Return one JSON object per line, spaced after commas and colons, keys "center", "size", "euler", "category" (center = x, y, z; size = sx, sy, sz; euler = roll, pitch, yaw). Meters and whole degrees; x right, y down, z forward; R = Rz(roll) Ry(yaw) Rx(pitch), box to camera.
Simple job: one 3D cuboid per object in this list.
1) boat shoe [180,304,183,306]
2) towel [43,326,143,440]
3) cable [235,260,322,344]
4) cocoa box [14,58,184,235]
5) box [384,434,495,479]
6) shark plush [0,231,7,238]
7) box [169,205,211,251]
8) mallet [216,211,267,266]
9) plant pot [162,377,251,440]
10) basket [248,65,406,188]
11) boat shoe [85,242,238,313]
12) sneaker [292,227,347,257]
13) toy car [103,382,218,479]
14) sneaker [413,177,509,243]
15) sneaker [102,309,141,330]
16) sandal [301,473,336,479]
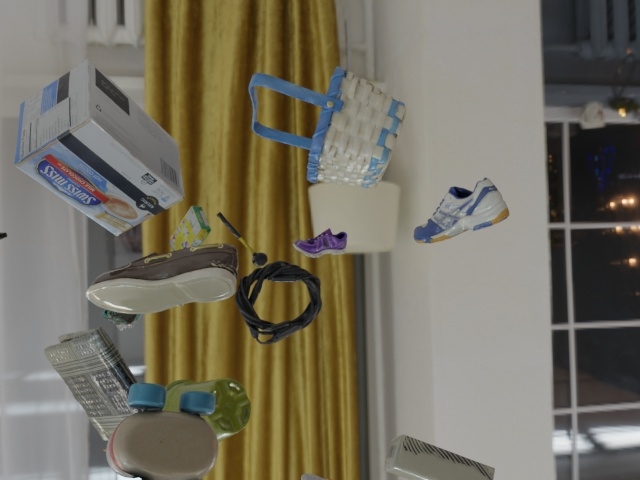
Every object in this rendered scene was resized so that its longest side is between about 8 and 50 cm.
{"center": [-0.497, 0.176, 2.243], "size": [0.335, 0.119, 0.121], "euler": [2, 140, -11], "category": "boat shoe"}
{"center": [-0.535, 0.362, 1.609], "size": [0.324, 0.312, 0.056], "euler": [-19, -165, 44], "category": "towel"}
{"center": [-0.080, 0.115, 1.298], "size": [0.184, 0.150, 0.047], "euler": [-28, 171, -28], "category": "cable"}
{"center": [-0.542, -0.219, 1.615], "size": [0.228, 0.231, 0.347], "euler": [-27, 141, 14], "category": "cocoa box"}
{"center": [0.323, 0.625, 1.769], "size": [0.275, 0.094, 0.113], "euler": [21, 154, -4], "category": "box"}
{"center": [-0.711, -0.015, 1.349], "size": [0.067, 0.073, 0.161], "euler": [18, -160, 10], "category": "shark plush"}
{"center": [-0.422, -0.013, 2.075], "size": [0.043, 0.105, 0.179], "euler": [8, 134, -45], "category": "box"}
{"center": [-0.212, -0.002, 1.755], "size": [0.039, 0.189, 0.062], "euler": [-43, -166, -14], "category": "mallet"}
{"center": [-0.377, 0.576, 2.173], "size": [0.254, 0.276, 0.276], "euler": [-28, 163, 38], "category": "plant pot"}
{"center": [0.003, -0.219, 1.254], "size": [0.289, 0.201, 0.255], "euler": [14, 170, -2], "category": "basket"}
{"center": [-0.318, 0.074, 1.312], "size": [0.325, 0.096, 0.116], "euler": [-10, 141, 16], "category": "boat shoe"}
{"center": [0.000, 0.000, 1.766], "size": [0.170, 0.071, 0.068], "euler": [-7, -148, -36], "category": "sneaker"}
{"center": [-0.344, 0.425, 1.317], "size": [0.210, 0.219, 0.238], "euler": [17, 152, -30], "category": "toy car"}
{"center": [0.364, -0.079, 1.749], "size": [0.296, 0.131, 0.112], "euler": [-22, -178, 43], "category": "sneaker"}
{"center": [-0.515, 0.188, 1.674], "size": [0.076, 0.065, 0.166], "euler": [36, 143, -24], "category": "sneaker"}
{"center": [0.029, 0.828, 2.108], "size": [0.265, 0.076, 0.102], "euler": [29, 178, -29], "category": "sandal"}
